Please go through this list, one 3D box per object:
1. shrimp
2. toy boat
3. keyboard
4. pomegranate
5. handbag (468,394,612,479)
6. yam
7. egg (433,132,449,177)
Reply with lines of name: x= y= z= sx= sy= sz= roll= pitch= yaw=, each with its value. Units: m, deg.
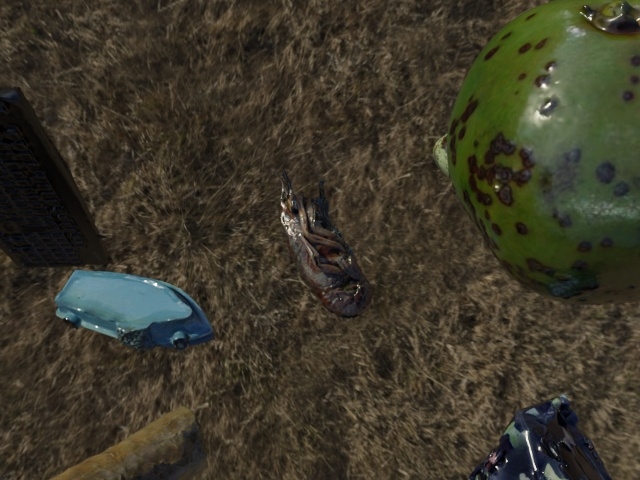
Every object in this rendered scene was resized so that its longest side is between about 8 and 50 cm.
shrimp: x=-0.001 y=0.001 z=0.656 sx=0.073 sy=0.075 sz=0.190 roll=-28 pitch=81 yaw=-17
toy boat: x=-0.268 y=0.112 z=0.850 sx=0.237 sy=0.098 sz=0.109 roll=10 pitch=54 yaw=15
keyboard: x=-0.206 y=-0.026 z=0.399 sx=0.087 sy=0.250 sz=0.017 roll=-1 pitch=67 yaw=-10
pomegranate: x=0.228 y=-0.061 z=0.455 sx=0.254 sy=0.254 sz=0.271 roll=-41 pitch=132 yaw=-10
handbag: x=0.229 y=0.285 z=0.522 sx=0.113 sy=0.162 sz=0.260 roll=-26 pitch=78 yaw=32
yam: x=-0.262 y=0.271 z=0.542 sx=0.356 sy=0.081 sz=0.081 roll=-22 pitch=96 yaw=-42
egg: x=0.202 y=-0.111 z=0.749 sx=0.110 sy=0.085 sz=0.085 roll=14 pitch=87 yaw=-1
